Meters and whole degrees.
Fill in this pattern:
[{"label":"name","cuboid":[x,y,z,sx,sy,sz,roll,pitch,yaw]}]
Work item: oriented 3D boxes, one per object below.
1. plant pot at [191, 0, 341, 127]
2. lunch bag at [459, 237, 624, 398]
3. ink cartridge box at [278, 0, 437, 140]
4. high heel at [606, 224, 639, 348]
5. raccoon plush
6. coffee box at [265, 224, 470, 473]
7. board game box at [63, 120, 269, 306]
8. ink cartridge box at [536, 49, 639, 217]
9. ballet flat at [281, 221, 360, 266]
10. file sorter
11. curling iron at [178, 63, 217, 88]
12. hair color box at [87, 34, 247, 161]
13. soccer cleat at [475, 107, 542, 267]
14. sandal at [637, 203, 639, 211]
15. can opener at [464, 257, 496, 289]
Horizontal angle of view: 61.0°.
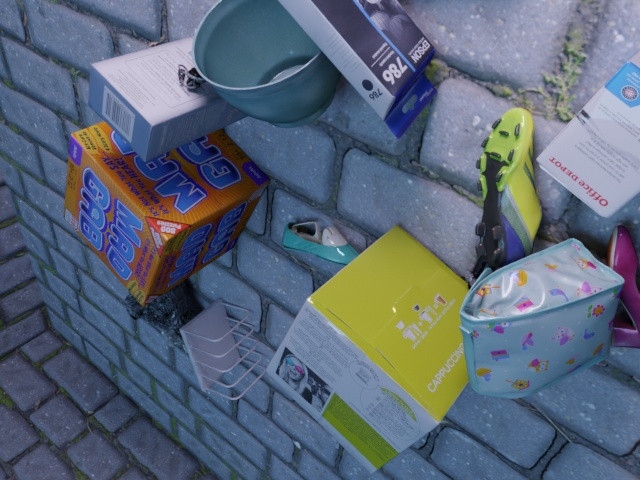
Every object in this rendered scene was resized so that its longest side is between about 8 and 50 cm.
[{"label":"plant pot","cuboid":[-0.077,-0.348,1.075,0.293,0.293,0.196,27,164,28]},{"label":"lunch bag","cuboid":[0.369,0.150,0.964,0.160,0.262,0.223,-117,8,-51]},{"label":"ink cartridge box","cuboid":[0.083,-0.348,0.927,0.332,0.165,0.065,46,149,-15]},{"label":"high heel","cuboid":[0.557,0.085,0.927,0.117,0.082,0.244,-3,108,26]},{"label":"raccoon plush","cuboid":[-0.517,0.212,1.942,0.299,0.216,0.446,31,136,12]},{"label":"coffee box","cuboid":[0.144,0.238,1.213,0.338,0.338,0.334,42,139,13]},{"label":"board game box","cuboid":[-0.429,-0.115,1.490,0.356,0.356,0.356,46,139,8]},{"label":"ink cartridge box","cuboid":[0.460,-0.156,0.826,0.148,0.086,0.203,44,140,11]},{"label":"ballet flat","cuboid":[0.000,0.000,1.384,0.247,0.083,0.087,14,113,34]},{"label":"file sorter","cuboid":[-0.323,0.381,1.877,0.173,0.193,0.277,11,125,35]},{"label":"curling iron","cuboid":[-0.216,-0.394,1.156,0.068,0.274,0.035,24,136,7]},{"label":"hair color box","cuboid":[-0.282,-0.330,1.179,0.185,0.374,0.113,44,139,10]},{"label":"soccer cleat","cuboid":[0.351,-0.092,0.983,0.093,0.121,0.289,-148,57,-63]},{"label":"sandal","cuboid":[0.575,-0.092,0.752,0.076,0.102,0.265,53,138,5]},{"label":"can opener","cuboid":[0.347,0.041,1.110,0.059,0.073,0.186,-112,23,-50]}]
